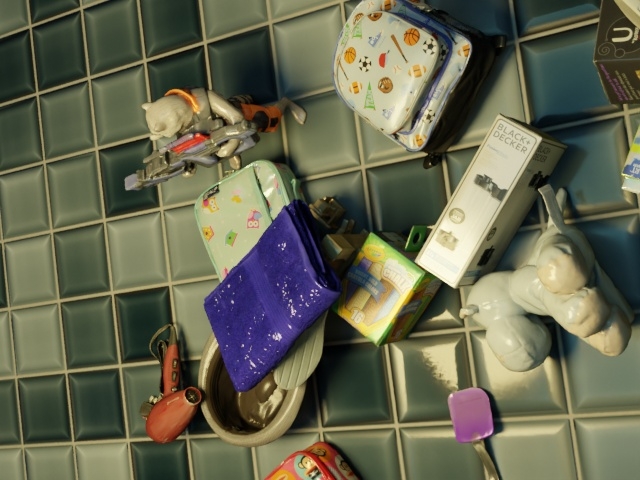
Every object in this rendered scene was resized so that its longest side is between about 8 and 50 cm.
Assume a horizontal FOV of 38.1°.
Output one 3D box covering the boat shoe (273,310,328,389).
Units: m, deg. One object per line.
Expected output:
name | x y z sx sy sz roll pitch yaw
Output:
boat shoe | -0.032 0.162 1.711 0.226 0.083 0.076 -68 21 12

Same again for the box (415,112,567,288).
box | 0.295 -0.064 1.590 0.087 0.169 0.290 34 105 25

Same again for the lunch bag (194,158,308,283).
lunch bag | -0.118 -0.018 1.851 0.224 0.108 0.279 -28 76 26

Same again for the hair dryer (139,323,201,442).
hair dryer | -0.320 0.303 1.909 0.293 0.080 0.224 18 102 59

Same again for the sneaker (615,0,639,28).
sneaker | 0.548 -0.312 1.287 0.147 0.104 0.296 -41 52 13

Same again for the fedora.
fedora | -0.116 0.271 1.838 0.243 0.124 0.275 12 89 27

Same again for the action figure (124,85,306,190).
action figure | -0.234 -0.214 1.789 0.341 0.330 0.179 -18 80 28

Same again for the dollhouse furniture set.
dollhouse furniture set | 0.000 0.000 1.743 0.161 0.182 0.101 45 110 21

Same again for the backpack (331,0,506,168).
backpack | 0.144 -0.308 1.663 0.263 0.213 0.276 41 112 34

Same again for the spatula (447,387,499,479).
spatula | 0.303 0.411 1.659 0.084 0.030 0.296 -24 79 33

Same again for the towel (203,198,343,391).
towel | -0.099 0.100 1.672 0.308 0.076 0.228 -50 44 30

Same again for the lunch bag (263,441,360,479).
lunch bag | -0.026 0.566 1.799 0.293 0.120 0.258 -46 73 22

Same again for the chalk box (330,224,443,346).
chalk box | 0.139 0.067 1.696 0.132 0.132 0.213 39 109 24

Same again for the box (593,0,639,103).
box | 0.577 -0.315 1.426 0.270 0.143 0.165 4 71 29

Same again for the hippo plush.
hippo plush | 0.343 0.092 1.524 0.236 0.234 0.294 -33 75 24

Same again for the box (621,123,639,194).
box | 0.567 -0.154 1.511 0.109 0.042 0.178 22 100 28
